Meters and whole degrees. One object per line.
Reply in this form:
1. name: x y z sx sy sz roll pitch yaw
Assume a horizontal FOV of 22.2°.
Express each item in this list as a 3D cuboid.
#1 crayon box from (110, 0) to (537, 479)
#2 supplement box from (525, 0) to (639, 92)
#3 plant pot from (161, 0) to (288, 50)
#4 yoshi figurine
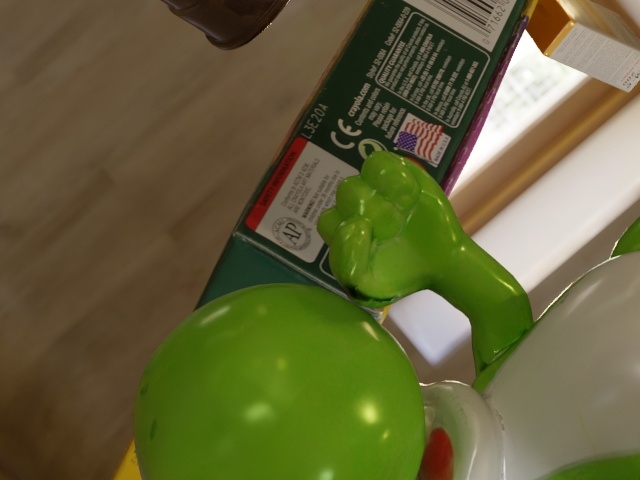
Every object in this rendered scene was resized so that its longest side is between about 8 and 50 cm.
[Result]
1. crayon box: 0.000 0.000 1.103 0.106 0.313 0.363 30 45 -1
2. supplement box: 0.197 -0.155 1.228 0.098 0.036 0.062 17 32 -37
3. plant pot: -0.100 -0.233 1.072 0.165 0.167 0.167 22 18 -28
4. yoshi figurine: 0.082 0.054 0.623 0.203 0.362 0.203 -107 172 -81
